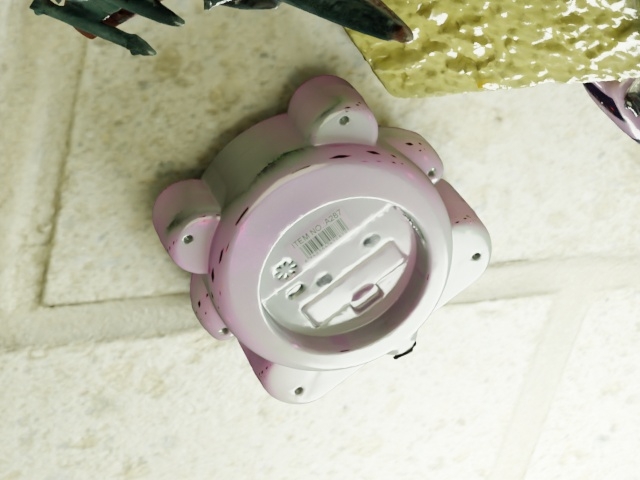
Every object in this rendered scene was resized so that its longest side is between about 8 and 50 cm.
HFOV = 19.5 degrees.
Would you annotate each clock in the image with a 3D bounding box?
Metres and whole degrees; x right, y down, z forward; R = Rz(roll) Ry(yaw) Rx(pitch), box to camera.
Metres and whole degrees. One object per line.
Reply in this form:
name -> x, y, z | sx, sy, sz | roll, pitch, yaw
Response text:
clock -> 0.000, 0.000, 1.453 | 0.227, 0.090, 0.248 | -38, 134, 3

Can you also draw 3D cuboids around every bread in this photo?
bread -> 0.094, -0.248, 1.306 | 0.236, 0.198, 0.263 | -10, 140, 23

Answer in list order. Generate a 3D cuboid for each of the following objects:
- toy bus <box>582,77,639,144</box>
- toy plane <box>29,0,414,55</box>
toy bus -> 0.289, -0.176, 1.465 | 0.199, 0.096, 0.108 | -47, 131, 10
toy plane -> -0.086, -0.181, 1.096 | 0.104, 0.326, 0.223 | -29, 141, -39
